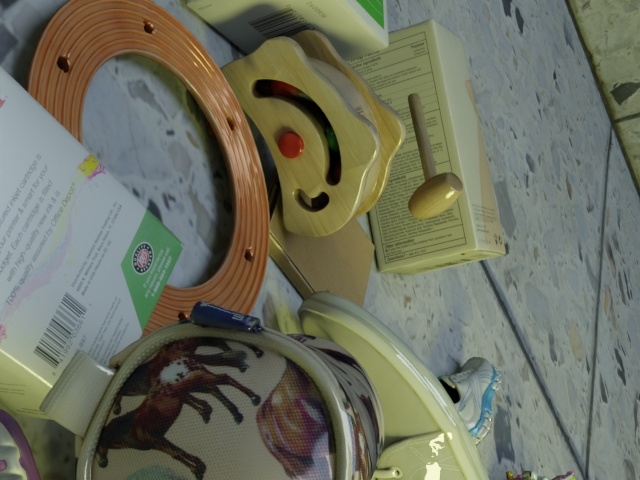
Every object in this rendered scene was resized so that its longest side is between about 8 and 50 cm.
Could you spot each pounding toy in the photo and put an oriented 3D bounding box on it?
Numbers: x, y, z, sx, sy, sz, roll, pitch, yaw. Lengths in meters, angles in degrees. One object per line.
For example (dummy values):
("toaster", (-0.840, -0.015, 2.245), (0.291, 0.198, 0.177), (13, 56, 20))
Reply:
("pounding toy", (0.019, -0.105, 1.108), (0.269, 0.154, 0.155), (48, 33, 7))

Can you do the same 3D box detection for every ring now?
("ring", (-0.150, -0.062, 0.926), (0.336, 0.032, 0.337), (36, 47, -50))

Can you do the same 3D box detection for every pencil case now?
("pencil case", (-0.046, 0.139, 0.753), (0.183, 0.160, 0.410), (40, -2, 9))

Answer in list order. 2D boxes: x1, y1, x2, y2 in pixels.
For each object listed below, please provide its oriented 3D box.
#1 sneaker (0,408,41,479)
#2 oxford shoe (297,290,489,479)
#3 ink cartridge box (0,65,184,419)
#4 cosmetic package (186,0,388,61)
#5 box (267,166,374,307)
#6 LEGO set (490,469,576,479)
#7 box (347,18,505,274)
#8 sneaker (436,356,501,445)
("sneaker", (-0.192, 0.217, 0.660), (0.104, 0.095, 0.236), (-28, 107, -69))
("oxford shoe", (0.088, 0.254, 1.106), (0.130, 0.169, 0.449), (-36, 112, -22))
("ink cartridge box", (-0.211, 0.004, 0.680), (0.212, 0.093, 0.154), (50, 51, -41))
("cosmetic package", (-0.037, -0.394, 1.162), (0.197, 0.155, 0.366), (30, 53, -52))
("box", (0.000, 0.000, 1.182), (0.201, 0.021, 0.164), (54, 34, -34))
("LEGO set", (0.307, 0.409, 1.461), (0.287, 0.107, 0.132), (-43, 115, -59))
("box", (0.136, -0.119, 1.361), (0.121, 0.148, 0.311), (8, 72, -61))
("sneaker", (0.196, 0.204, 1.405), (0.083, 0.071, 0.191), (43, 26, -8))
